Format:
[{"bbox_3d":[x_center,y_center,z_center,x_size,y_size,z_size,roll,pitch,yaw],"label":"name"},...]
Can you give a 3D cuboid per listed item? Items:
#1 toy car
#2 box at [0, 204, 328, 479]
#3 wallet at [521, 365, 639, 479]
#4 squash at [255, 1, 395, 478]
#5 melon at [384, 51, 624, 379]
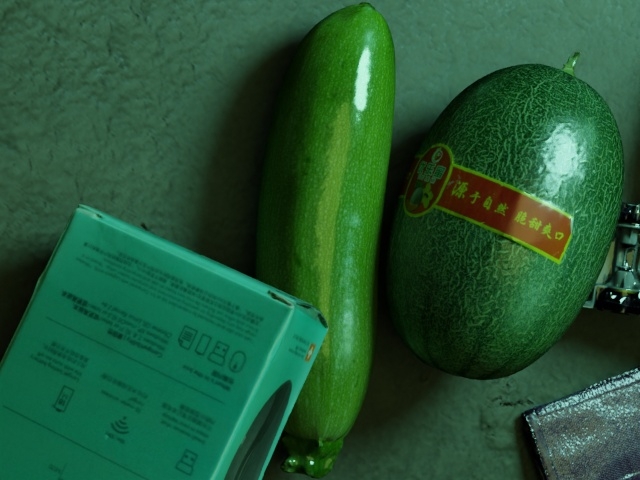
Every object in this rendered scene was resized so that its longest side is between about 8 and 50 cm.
[{"bbox_3d":[0.303,0.019,1.491,0.191,0.100,0.097,8,92,2],"label":"toy car"},{"bbox_3d":[-0.151,0.155,1.293,0.205,0.118,0.311,22,85,20],"label":"box"},{"bbox_3d":[0.268,0.178,1.517,0.165,0.030,0.111,-21,100,-15],"label":"wallet"},{"bbox_3d":[0.000,0.000,1.383,0.107,0.107,0.395,4,94,-18],"label":"squash"},{"bbox_3d":[0.154,-0.025,1.390,0.182,0.182,0.288,25,82,-18],"label":"melon"}]
